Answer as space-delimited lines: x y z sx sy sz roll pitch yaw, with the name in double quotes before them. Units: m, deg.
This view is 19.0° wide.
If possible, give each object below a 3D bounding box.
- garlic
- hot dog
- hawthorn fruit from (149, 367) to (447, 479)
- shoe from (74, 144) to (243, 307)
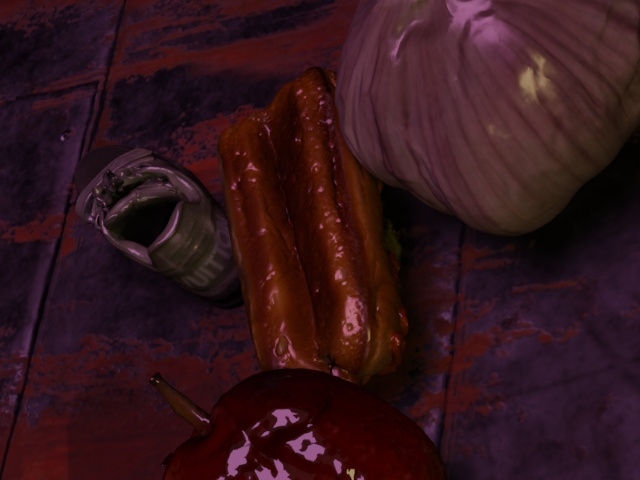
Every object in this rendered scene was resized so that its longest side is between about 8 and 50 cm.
"garlic" 0.153 -0.171 1.656 0.317 0.259 0.317 -16 59 27
"hot dog" 0.000 0.000 1.757 0.158 0.117 0.349 -33 49 23
"hawthorn fruit" -0.037 0.201 1.571 0.266 0.210 0.230 38 104 9
"shoe" -0.181 -0.044 1.896 0.293 0.149 0.109 34 86 43
